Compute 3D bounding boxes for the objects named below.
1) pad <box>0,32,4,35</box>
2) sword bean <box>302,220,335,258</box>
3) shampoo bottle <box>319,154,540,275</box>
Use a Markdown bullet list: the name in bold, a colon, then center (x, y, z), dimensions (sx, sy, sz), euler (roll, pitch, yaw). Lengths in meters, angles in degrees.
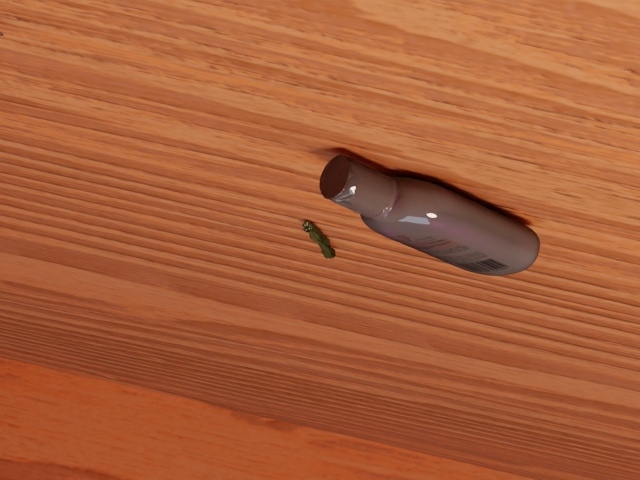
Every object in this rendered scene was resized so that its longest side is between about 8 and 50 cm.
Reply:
- **pad**: center (-0.287, -0.157, 1.041), dimensions (0.113, 0.006, 0.187), euler (3, 162, 44)
- **sword bean**: center (0.000, 0.000, 1.422), dimensions (0.012, 0.012, 0.083), euler (10, 165, 16)
- **shampoo bottle**: center (0.070, -0.016, 1.208), dimensions (0.165, 0.040, 0.080), euler (23, 165, -36)
